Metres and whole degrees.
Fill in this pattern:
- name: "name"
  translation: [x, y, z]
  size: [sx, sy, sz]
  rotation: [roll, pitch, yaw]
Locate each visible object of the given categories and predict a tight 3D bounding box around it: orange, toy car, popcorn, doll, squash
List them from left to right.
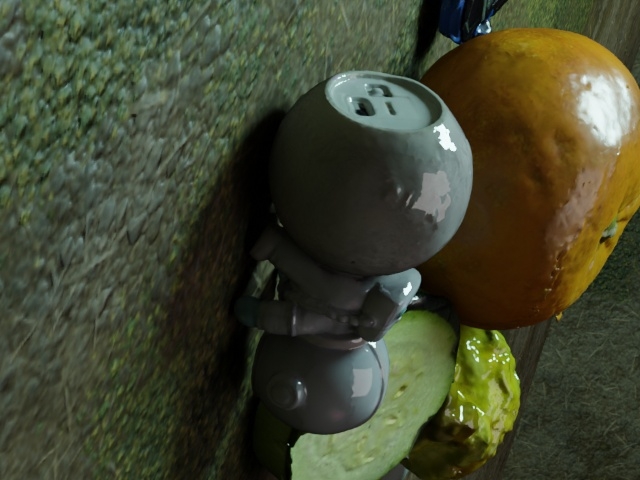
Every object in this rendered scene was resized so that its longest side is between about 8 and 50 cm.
- name: "squash"
  translation: [0.011, 0.118, 1.216]
  size: [0.220, 0.133, 0.220]
  rotation: [-41, 148, -32]
- name: "doll"
  translation: [0.018, 0.024, 1.010]
  size: [0.151, 0.151, 0.287]
  rotation: [-48, 156, -56]
- name: "popcorn"
  translation: [0.107, 0.153, 1.411]
  size: [0.155, 0.198, 0.197]
  rotation: [-36, 145, -39]
- name: "toy car"
  translation: [0.164, -0.268, 1.317]
  size: [0.216, 0.063, 0.103]
  rotation: [-48, 155, -31]
- name: "orange"
  translation: [0.174, -0.059, 1.279]
  size: [0.284, 0.226, 0.284]
  rotation: [-55, 163, -26]

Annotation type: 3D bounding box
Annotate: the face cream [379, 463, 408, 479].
- name: "face cream"
  translation: [0.061, 0.232, 1.517]
  size: [0.250, 0.077, 0.077]
  rotation: [-39, 145, -61]
